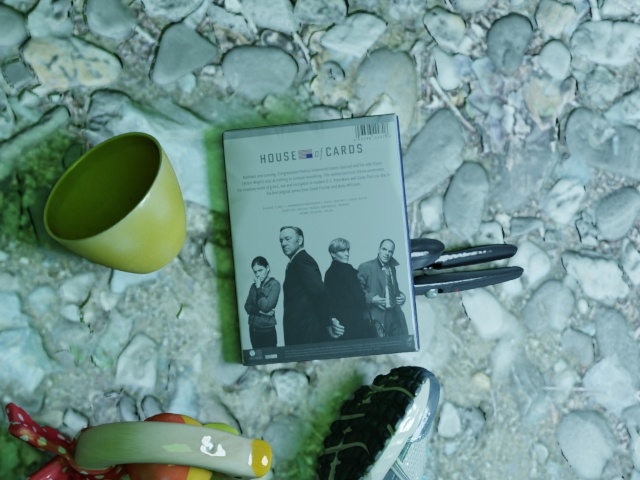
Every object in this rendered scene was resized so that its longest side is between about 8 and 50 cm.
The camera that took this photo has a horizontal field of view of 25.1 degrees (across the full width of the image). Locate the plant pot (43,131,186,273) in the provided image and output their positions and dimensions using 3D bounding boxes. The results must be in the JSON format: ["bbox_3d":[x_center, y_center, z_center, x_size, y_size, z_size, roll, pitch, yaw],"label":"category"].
[{"bbox_3d":[-0.182,-0.023,1.373,0.134,0.134,0.095,-52,131,-15],"label":"plant pot"}]

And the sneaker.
[{"bbox_3d":[0.059,0.264,1.458,0.122,0.110,0.283,28,85,-28],"label":"sneaker"}]

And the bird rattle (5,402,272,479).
[{"bbox_3d":[-0.159,0.195,1.327,0.254,0.207,0.143,24,60,-26],"label":"bird rattle"}]

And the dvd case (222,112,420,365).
[{"bbox_3d":[0.000,0.000,1.440,0.179,0.029,0.238,-5,88,7],"label":"dvd case"}]

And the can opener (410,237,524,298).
[{"bbox_3d":[0.135,0.032,1.513,0.186,0.073,0.059,1,78,-29],"label":"can opener"}]
